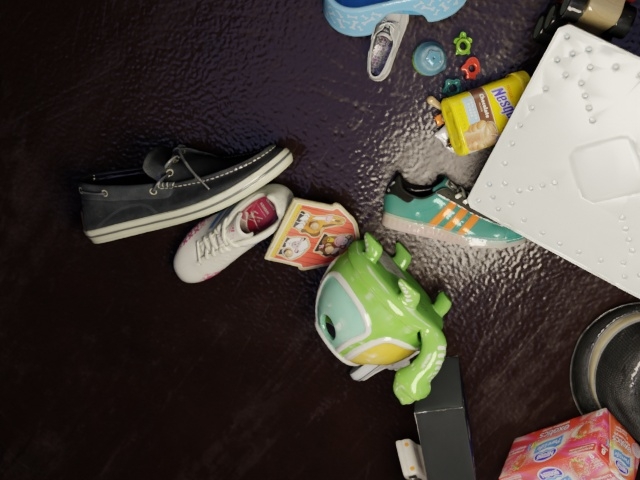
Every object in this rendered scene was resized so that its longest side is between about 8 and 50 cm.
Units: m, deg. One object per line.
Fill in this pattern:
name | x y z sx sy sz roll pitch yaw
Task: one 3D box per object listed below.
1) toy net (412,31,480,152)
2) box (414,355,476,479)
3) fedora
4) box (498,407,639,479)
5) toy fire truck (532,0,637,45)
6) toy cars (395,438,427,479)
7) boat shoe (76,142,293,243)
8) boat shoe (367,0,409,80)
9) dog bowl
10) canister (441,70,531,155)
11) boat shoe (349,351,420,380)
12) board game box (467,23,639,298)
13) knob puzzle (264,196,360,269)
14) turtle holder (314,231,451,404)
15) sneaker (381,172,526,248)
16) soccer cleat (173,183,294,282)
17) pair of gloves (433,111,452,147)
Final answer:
toy net | 0.269 -0.295 1.469 0.122 0.045 0.232 -16 103 -3
box | 0.260 0.378 1.511 0.103 0.261 0.184 -12 101 11
fedora | 0.678 0.299 1.484 0.333 0.152 0.334 2 103 9
box | 0.518 0.466 1.508 0.123 0.128 0.257 47 135 -4
toy fire truck | 0.519 -0.474 1.309 0.158 0.217 0.246 17 89 -1
toy cars | 0.260 0.599 1.610 0.087 0.176 0.394 -18 100 7
boat shoe | -0.301 -0.128 1.525 0.500 0.187 0.156 -14 106 17
boat shoe | 0.130 -0.412 1.448 0.066 0.063 0.184 21 106 3
dog bowl | 0.140 -0.499 1.389 0.297 0.074 0.166 -8 76 10
canister | 0.334 -0.248 1.420 0.169 0.073 0.126 -20 101 -9
boat shoe | 0.170 0.253 1.588 0.226 0.083 0.076 -38 94 14
board game box | 0.520 -0.134 1.303 0.389 0.050 0.390 30 126 11
knob puzzle | 0.000 0.000 1.535 0.213 0.030 0.213 -8 133 -8
turtle holder | 0.132 0.160 1.483 0.320 0.243 0.227 46 106 6
sneaker | 0.279 -0.064 1.484 0.302 0.108 0.121 10 109 8
soccer cleat | -0.202 -0.014 1.553 0.331 0.143 0.116 -36 94 14
pair of gloves | 0.272 -0.230 1.453 0.074 0.010 0.083 -30 103 -4
